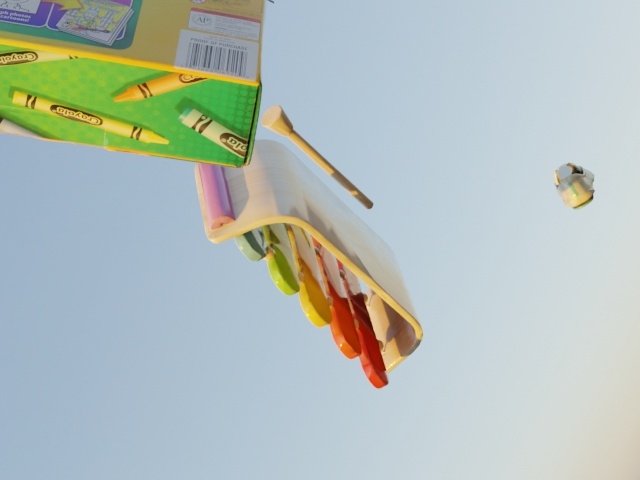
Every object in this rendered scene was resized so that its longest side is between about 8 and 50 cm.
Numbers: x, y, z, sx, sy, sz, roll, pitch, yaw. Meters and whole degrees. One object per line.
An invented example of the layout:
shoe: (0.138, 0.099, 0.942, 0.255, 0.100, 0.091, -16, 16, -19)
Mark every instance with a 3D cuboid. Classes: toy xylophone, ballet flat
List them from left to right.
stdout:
toy xylophone: (0.000, 0.000, 0.989, 0.081, 0.236, 0.322, -33, -55, 17)
ballet flat: (0.350, -0.085, 1.311, 0.057, 0.052, 0.168, -34, 5, 13)

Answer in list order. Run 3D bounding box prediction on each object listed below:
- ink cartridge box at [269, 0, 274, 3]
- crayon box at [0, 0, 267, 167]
ink cartridge box: (-0.236, -0.414, 1.357, 0.333, 0.165, 0.065, 23, -75, -30)
crayon box: (-0.179, -0.153, 0.681, 0.081, 0.279, 0.165, 106, 169, -45)
